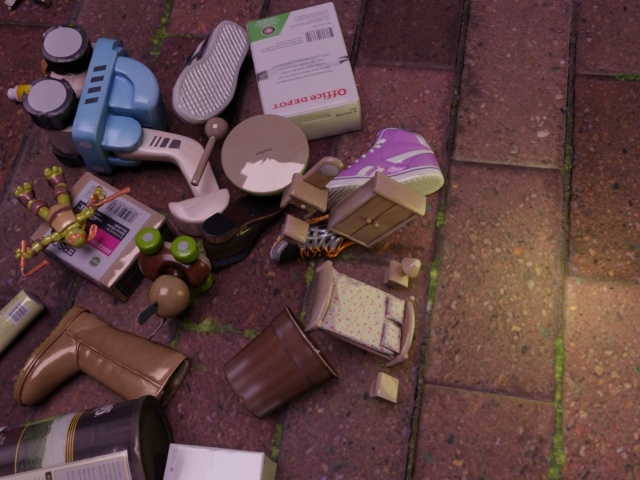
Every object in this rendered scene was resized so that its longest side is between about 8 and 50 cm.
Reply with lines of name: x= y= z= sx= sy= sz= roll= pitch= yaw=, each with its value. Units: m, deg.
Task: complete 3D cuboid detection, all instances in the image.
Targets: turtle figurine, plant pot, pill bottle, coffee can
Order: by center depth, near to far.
coffee can: x=-0.418 y=0.401 z=1.245 sx=0.276 sy=0.201 sz=0.201 roll=-12 pitch=64 yaw=1
plant pot: x=-0.080 y=0.235 z=1.313 sx=0.165 sy=0.167 sz=0.167 roll=-37 pitch=66 yaw=-1
turtle figurine: x=-0.518 y=-0.057 z=1.440 sx=0.269 sy=0.087 sz=0.217 roll=-41 pitch=58 yaw=-2
pill bottle: x=-0.720 y=-0.360 z=1.728 sx=0.083 sy=0.043 sz=0.043 roll=-3 pitch=65 yaw=6

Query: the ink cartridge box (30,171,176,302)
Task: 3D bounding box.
ink cartridge box: x=-0.462 y=-0.011 z=1.508 sx=0.235 sy=0.088 sz=0.193 roll=28 pitch=70 yaw=18

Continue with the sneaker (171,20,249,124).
sneaker: x=-0.260 y=-0.359 z=1.604 sx=0.126 sy=0.127 sz=0.321 roll=37 pitch=49 yaw=-19

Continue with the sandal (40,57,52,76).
sandal: x=-0.648 y=-0.440 z=1.726 sx=0.090 sy=0.060 sz=0.219 roll=-23 pitch=50 yaw=47

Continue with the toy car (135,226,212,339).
toy car: x=-0.313 y=0.098 z=1.390 sx=0.149 sy=0.155 sz=0.188 roll=13 pitch=62 yaw=13

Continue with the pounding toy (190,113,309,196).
pounding toy: x=-0.135 y=-0.164 z=1.494 sx=0.237 sy=0.110 sz=0.182 roll=6 pitch=71 yaw=9

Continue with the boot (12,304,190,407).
boot: x=-0.428 y=0.269 z=1.373 sx=0.270 sy=0.089 sz=0.236 roll=24 pitch=71 yaw=16

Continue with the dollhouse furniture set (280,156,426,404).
dollhouse furniture set: x=0.067 y=0.066 z=1.262 sx=0.303 sy=0.174 sz=0.355 roll=25 pitch=54 yaw=-22

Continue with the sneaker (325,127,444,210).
sneaker: x=0.105 y=-0.156 z=1.503 sx=0.282 sy=0.102 sz=0.161 roll=-9 pitch=60 yaw=-9

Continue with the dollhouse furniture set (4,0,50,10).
dollhouse furniture set: x=-0.784 y=-0.635 z=1.853 sx=0.114 sy=0.091 sz=0.081 roll=30 pitch=88 yaw=16

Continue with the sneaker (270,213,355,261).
sneaker: x=0.000 y=0.000 z=1.448 sx=0.215 sy=0.084 sz=0.083 roll=-23 pitch=69 yaw=-5

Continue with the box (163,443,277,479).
box: x=-0.175 y=0.421 z=1.244 sx=0.171 sy=0.130 sz=0.091 roll=3 pitch=65 yaw=9

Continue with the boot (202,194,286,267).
boot: x=-0.164 y=-0.025 z=1.491 sx=0.219 sy=0.106 sz=0.082 roll=-27 pitch=55 yaw=-37

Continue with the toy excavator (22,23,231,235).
toy excavator: x=-0.401 y=-0.239 z=1.556 sx=0.446 sy=0.222 sz=0.432 roll=5 pitch=67 yaw=0

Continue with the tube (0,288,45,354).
tube: x=-0.678 y=0.206 z=1.455 sx=0.240 sy=0.062 sz=0.070 roll=-47 pitch=25 yaw=-9

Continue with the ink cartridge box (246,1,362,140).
ink cartridge box: x=-0.038 y=-0.375 z=1.603 sx=0.211 sy=0.121 sz=0.289 roll=-12 pitch=64 yaw=2
